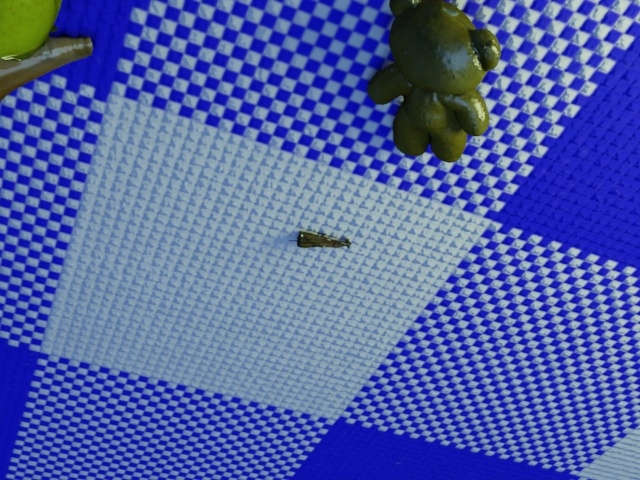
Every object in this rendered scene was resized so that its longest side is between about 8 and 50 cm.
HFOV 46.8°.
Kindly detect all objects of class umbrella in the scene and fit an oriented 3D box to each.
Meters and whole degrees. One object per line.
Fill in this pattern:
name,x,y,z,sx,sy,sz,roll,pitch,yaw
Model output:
umbrella,0.000,0.002,0.969,0.083,0.031,0.020,8,101,-11

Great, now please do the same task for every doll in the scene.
doll,0.124,-0.167,0.786,0.137,0.097,0.209,27,152,15

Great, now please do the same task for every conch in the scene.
conch,-0.395,-0.155,0.766,0.330,0.093,0.109,-8,126,5

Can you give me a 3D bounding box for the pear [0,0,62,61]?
pear,-0.310,-0.293,0.596,0.238,0.164,0.255,23,127,-19
